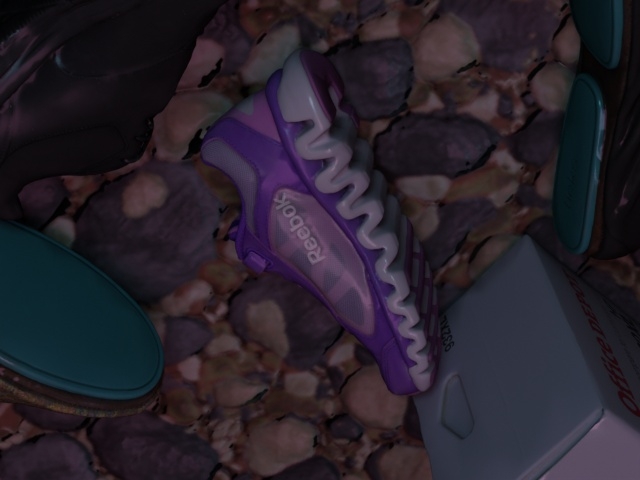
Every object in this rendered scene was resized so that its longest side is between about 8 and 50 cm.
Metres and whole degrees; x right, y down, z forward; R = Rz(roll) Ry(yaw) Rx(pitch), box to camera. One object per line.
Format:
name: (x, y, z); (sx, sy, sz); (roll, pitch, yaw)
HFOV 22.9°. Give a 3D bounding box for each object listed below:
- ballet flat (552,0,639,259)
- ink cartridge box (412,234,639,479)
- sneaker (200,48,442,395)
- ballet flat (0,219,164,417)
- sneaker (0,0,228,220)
ballet flat: (0.196, -0.113, 0.973); (0.096, 0.095, 0.280); (-11, 130, -11)
ink cartridge box: (0.221, 0.167, 1.046); (0.307, 0.223, 0.129); (36, 109, -22)
sneaker: (0.000, 0.000, 1.007); (0.105, 0.095, 0.236); (-22, 108, 14)
ballet flat: (-0.261, 0.024, 0.986); (0.348, 0.123, 0.123); (29, 112, -28)
sneaker: (-0.126, -0.114, 0.938); (0.286, 0.109, 0.130); (-29, 125, 20)
